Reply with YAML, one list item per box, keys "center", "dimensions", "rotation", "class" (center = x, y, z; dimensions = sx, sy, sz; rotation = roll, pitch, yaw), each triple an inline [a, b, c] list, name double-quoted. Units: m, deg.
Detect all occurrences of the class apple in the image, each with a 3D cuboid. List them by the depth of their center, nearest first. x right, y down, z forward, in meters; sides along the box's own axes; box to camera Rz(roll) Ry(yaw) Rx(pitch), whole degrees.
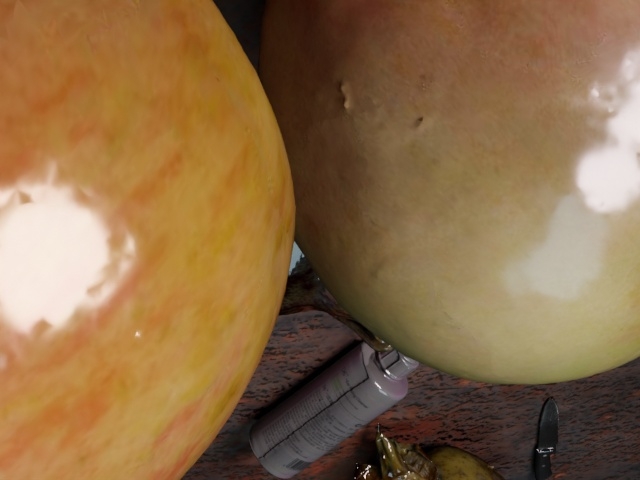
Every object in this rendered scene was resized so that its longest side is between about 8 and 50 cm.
- center: [-0.187, -0.013, 0.668]
  dimensions: [0.364, 0.364, 0.364]
  rotation: [-14, 147, -9]
  class: "apple"

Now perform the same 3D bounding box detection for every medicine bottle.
- center: [0.028, 0.121, 1.252]
  dimensions: [0.199, 0.058, 0.057]
  rotation: [-40, 143, 27]
  class: "medicine bottle"

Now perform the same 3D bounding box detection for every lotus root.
- center: [0.112, 0.265, 1.438]
  dimensions: [0.154, 0.154, 0.278]
  rotation: [-27, 142, 10]
  class: "lotus root"

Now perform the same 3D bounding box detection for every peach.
- center: [0.105, -0.072, 0.819]
  dimensions: [0.292, 0.247, 0.292]
  rotation: [-1, 120, -3]
  class: "peach"

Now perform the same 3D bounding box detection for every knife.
- center: [0.221, 0.195, 1.511]
  dimensions: [0.023, 0.010, 0.170]
  rotation: [-16, 146, -5]
  class: "knife"

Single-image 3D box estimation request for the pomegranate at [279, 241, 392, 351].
- center: [-0.007, 0.003, 0.968]
  dimensions: [0.138, 0.163, 0.125]
  rotation: [-22, 174, -38]
  class: "pomegranate"
